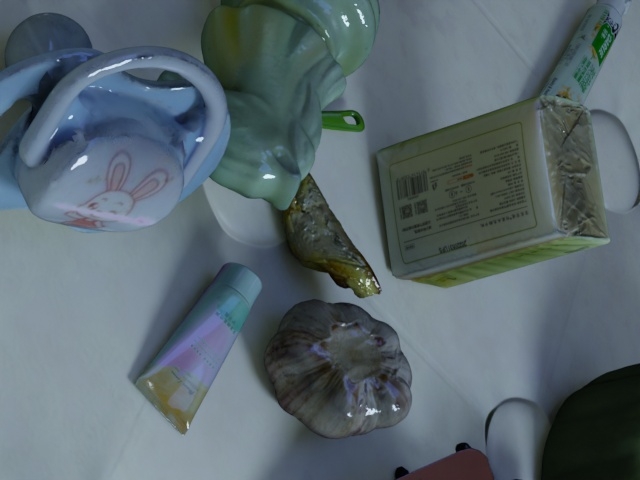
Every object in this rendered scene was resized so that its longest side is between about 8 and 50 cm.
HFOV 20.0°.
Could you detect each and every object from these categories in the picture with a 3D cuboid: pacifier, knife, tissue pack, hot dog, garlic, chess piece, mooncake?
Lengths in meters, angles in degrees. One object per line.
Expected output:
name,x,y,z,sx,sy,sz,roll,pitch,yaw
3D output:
pacifier,-0.218,-0.126,1.633,0.287,0.238,0.226,7,41,-45
knife,-0.015,-0.141,1.979,0.166,0.022,0.078,7,57,-47
tissue pack,0.188,-0.050,2.008,0.125,0.234,0.159,8,70,-48
hot dog,-0.001,0.000,1.909,0.169,0.061,0.078,58,5,15
garlic,0.015,0.133,1.846,0.159,0.102,0.147,21,59,-15
chess piece,-0.059,-0.164,1.820,0.176,0.175,0.298,49,42,-24
mooncake,0.421,0.319,2.165,0.351,0.187,0.351,19,64,-44

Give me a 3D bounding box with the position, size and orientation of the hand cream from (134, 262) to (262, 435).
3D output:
hand cream,-0.115,0.100,1.763,0.076,0.047,0.174,50,53,-25

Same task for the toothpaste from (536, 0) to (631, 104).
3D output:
toothpaste,0.340,-0.229,2.396,0.058,0.056,0.314,24,51,8

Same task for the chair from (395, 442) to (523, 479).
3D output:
chair,0.131,0.345,1.890,0.106,0.113,0.229,35,49,-32

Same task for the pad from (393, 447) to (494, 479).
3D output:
pad,0.077,0.331,1.808,0.267,0.004,0.181,-22,101,-23
